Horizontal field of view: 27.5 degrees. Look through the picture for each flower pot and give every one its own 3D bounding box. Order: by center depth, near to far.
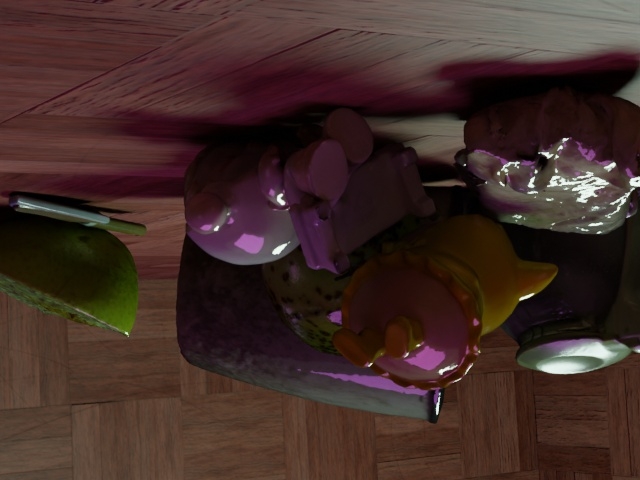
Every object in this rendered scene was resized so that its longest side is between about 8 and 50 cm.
[{"bbox_3d":[0.002,0.066,1.614,0.330,0.293,0.293,4,176,5],"label":"flower pot"}]

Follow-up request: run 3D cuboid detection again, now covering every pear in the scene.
[{"bbox_3d":[-0.393,0.022,1.802,0.239,0.139,0.288,22,171,-34],"label":"pear"}]

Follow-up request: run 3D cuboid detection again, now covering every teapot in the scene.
[{"bbox_3d":[0.347,0.040,1.622,0.322,0.239,0.239,-11,159,21],"label":"teapot"}]

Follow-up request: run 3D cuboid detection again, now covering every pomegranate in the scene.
[{"bbox_3d":[0.008,-0.016,1.376,0.204,0.276,0.222,-42,169,4],"label":"pomegranate"}]

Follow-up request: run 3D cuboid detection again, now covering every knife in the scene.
[{"bbox_3d":[-0.308,-0.035,1.713,0.061,0.027,0.343,5,176,22],"label":"knife"}]

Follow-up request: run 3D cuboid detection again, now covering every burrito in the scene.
[{"bbox_3d":[0.203,-0.069,1.157,0.175,0.107,0.348,12,177,12],"label":"burrito"}]

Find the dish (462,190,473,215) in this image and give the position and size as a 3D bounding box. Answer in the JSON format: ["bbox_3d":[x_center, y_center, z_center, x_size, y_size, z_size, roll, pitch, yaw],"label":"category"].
[{"bbox_3d":[0.152,-0.033,1.819,0.234,0.064,0.154,-2,176,-20],"label":"dish"}]

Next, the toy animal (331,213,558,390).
[{"bbox_3d":[0.103,0.056,1.183,0.156,0.156,0.230,-6,-168,38],"label":"toy animal"}]

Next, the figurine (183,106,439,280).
[{"bbox_3d":[-0.031,-0.041,1.205,0.257,0.182,0.144,2,139,53],"label":"figurine"}]
